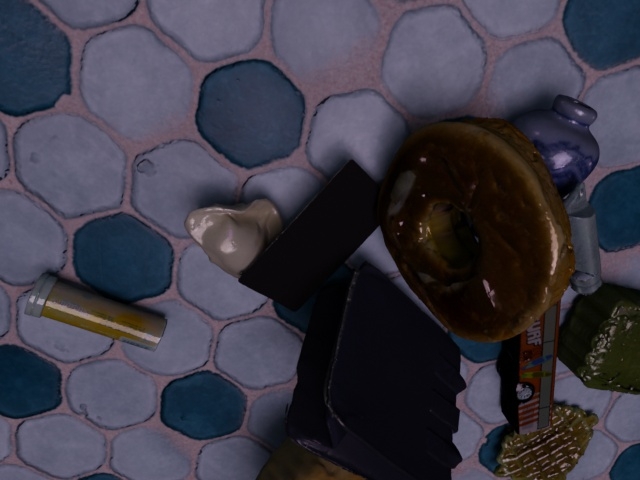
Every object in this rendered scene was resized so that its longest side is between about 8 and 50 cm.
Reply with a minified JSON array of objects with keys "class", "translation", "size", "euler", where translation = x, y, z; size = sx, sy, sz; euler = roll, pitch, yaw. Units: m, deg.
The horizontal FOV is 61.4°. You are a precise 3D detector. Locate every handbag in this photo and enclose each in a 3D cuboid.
[{"class":"handbag","translation":[0.112,0.245,0.909],"size":[0.329,0.303,0.122],"euler":[39,133,-23]}]

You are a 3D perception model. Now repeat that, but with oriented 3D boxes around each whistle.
[{"class":"whistle","translation":[0.428,0.007,0.892],"size":[0.062,0.062,0.312],"euler":[-33,142,9]}]

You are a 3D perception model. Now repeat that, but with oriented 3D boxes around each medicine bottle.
[{"class":"medicine bottle","translation":[-0.378,0.127,0.920],"size":[0.218,0.074,0.074],"euler":[24,110,-19]}]

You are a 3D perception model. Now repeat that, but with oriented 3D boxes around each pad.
[{"class":"pad","translation":[0.000,0.000,0.893],"size":[0.265,0.009,0.159],"euler":[-46,136,6]}]

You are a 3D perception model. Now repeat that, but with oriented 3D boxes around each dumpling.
[{"class":"dumpling","translation":[-0.125,-0.014,0.869],"size":[0.134,0.100,0.169],"euler":[-37,114,6]}]

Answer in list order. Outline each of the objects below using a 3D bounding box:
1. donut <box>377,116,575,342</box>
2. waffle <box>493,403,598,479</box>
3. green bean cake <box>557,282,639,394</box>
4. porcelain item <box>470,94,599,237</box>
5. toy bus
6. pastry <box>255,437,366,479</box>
[{"class":"donut","translation":[0.231,-0.020,0.817],"size":[0.160,0.330,0.330],"euler":[-17,123,-41]},{"class":"waffle","translation":[0.494,0.448,1.182],"size":[0.208,0.054,0.214],"euler":[12,107,-9]},{"class":"green bean cake","translation":[0.589,0.191,1.043],"size":[0.214,0.113,0.200],"euler":[9,114,-10]},{"class":"porcelain item","translation":[0.342,-0.104,0.871],"size":[0.141,0.141,0.259],"euler":[16,122,-14]},{"class":"toy bus","translation":[0.393,0.191,1.030],"size":[0.092,0.093,0.408],"euler":[-10,116,-3]},{"class":"pastry","translation":[0.045,0.533,1.018],"size":[0.389,0.312,0.388],"euler":[1,81,-6]}]
